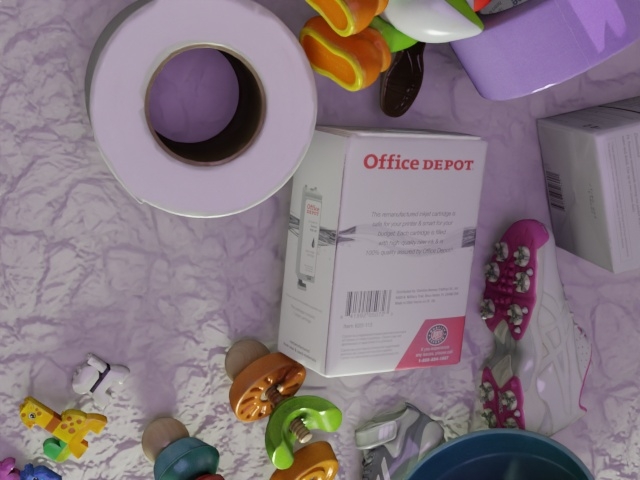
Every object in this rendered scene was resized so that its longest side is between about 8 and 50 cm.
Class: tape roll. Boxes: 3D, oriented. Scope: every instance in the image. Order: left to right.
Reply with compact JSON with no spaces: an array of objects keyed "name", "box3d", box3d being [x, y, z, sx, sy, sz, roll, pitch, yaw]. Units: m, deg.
[{"name":"tape roll","box3d":[-0.139,-0.159,1.328,0.246,0.169,0.246,-3,103,-12]},{"name":"tape roll","box3d":[0.278,-0.272,1.343,0.275,0.275,0.090,-34,107,-4]}]

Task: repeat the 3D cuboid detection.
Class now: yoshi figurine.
[{"name":"yoshi figurine","box3d":[0.117,-0.338,1.302,0.362,0.204,0.203,-37,110,-20]}]

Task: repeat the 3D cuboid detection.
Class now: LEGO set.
[{"name":"LEGO set","box3d":[-0.330,0.229,1.413,0.093,0.087,0.227,37,91,-18]}]

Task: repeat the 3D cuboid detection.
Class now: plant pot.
[{"name":"plant pot","box3d":[0.244,0.417,1.492,0.272,0.271,0.255,-33,134,-4]}]

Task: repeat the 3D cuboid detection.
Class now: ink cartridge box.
[{"name":"ink cartridge box","box3d":[0.073,0.006,1.413,0.207,0.117,0.282,-1,102,-33]}]

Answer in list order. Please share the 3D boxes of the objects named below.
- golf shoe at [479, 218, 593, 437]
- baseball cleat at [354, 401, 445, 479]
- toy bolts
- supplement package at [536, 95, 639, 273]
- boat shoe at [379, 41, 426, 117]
[{"name":"golf shoe","box3d":[0.284,0.116,1.528,0.140,0.115,0.306,-7,110,-22]},{"name":"baseball cleat","box3d":[0.070,0.303,1.540,0.109,0.072,0.206,37,87,-4]},{"name":"toy bolts","box3d":[-0.103,0.251,1.472,0.229,0.158,0.218,-34,148,-14]},{"name":"supplement package","box3d":[0.447,-0.091,1.474,0.293,0.175,0.177,-13,103,-10]},{"name":"boat shoe","box3d":[0.097,-0.216,1.435,0.050,0.045,0.135,13,95,-23]}]
